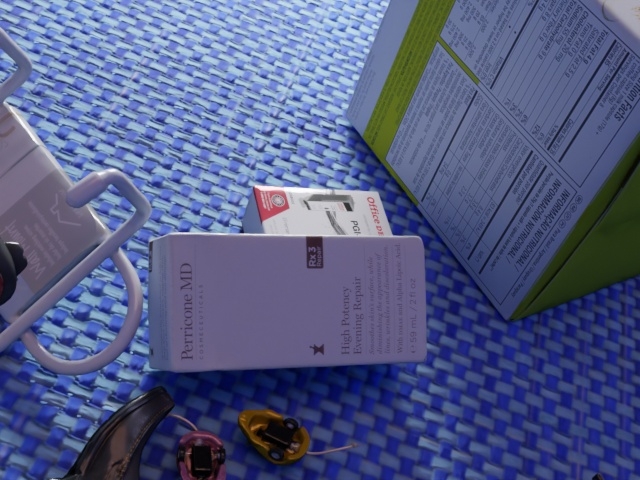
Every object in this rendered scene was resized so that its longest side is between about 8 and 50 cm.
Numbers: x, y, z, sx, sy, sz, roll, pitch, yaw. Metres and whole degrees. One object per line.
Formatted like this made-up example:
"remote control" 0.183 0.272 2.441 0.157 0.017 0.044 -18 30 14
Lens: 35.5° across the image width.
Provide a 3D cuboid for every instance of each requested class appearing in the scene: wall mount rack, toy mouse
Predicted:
"wall mount rack" -0.320 -0.009 0.823 0.304 0.130 0.350 -42 66 -2
"toy mouse" -0.063 0.195 0.790 0.161 0.031 0.143 22 44 -1

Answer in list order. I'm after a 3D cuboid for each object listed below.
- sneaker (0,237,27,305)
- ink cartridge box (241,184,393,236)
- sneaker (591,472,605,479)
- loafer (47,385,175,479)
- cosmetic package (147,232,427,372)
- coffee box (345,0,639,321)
"sneaker" -0.339 0.030 0.671 0.276 0.097 0.135 2 28 14
"ink cartridge box" 0.000 0.000 0.982 0.135 0.056 0.099 1 48 -21
"sneaker" 0.275 0.263 0.816 0.235 0.094 0.153 0 56 -9
"loafer" -0.160 0.181 0.749 0.061 0.062 0.170 38 56 5
"cosmetic package" -0.028 0.053 0.869 0.231 0.085 0.117 -1 86 -23
"coffee box" 0.288 -0.173 1.061 0.338 0.338 0.334 -16 56 -32
